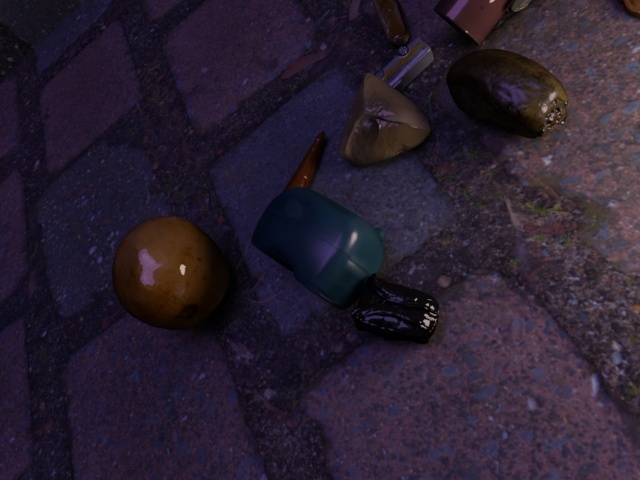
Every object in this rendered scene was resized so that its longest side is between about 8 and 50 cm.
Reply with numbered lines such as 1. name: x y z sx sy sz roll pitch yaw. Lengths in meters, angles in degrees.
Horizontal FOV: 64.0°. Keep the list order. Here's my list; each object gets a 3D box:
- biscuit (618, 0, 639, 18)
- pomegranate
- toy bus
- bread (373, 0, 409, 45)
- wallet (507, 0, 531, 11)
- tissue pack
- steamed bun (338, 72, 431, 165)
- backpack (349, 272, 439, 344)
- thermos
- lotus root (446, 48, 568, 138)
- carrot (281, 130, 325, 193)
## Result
1. biscuit: 0.721 -0.555 1.109 0.142 0.029 0.221 -23 56 20
2. pomegranate: -0.373 0.086 1.283 0.307 0.307 0.307 -14 60 25
3. toy bus: 0.207 -0.440 1.345 0.190 0.064 0.075 -44 64 5
4. bread: 0.204 -0.624 1.443 0.073 0.053 0.214 -27 58 22
5. wallet: 0.493 -0.690 1.294 0.170 0.069 0.231 -35 59 17
6. tissue pack: 0.000 0.000 1.155 0.287 0.198 0.206 33 87 43
7. steamed bun: 0.129 -0.277 1.258 0.231 0.110 0.212 45 106 27
8. backpack: 0.155 0.151 1.048 0.165 0.106 0.120 21 63 17
9. thermos: 0.416 -0.605 1.201 0.265 0.146 0.176 -49 63 24
10. lotus root: 0.398 -0.327 1.109 0.275 0.160 0.152 40 100 38
11. carrot: -0.060 -0.149 1.359 0.069 0.069 0.336 11 70 35
